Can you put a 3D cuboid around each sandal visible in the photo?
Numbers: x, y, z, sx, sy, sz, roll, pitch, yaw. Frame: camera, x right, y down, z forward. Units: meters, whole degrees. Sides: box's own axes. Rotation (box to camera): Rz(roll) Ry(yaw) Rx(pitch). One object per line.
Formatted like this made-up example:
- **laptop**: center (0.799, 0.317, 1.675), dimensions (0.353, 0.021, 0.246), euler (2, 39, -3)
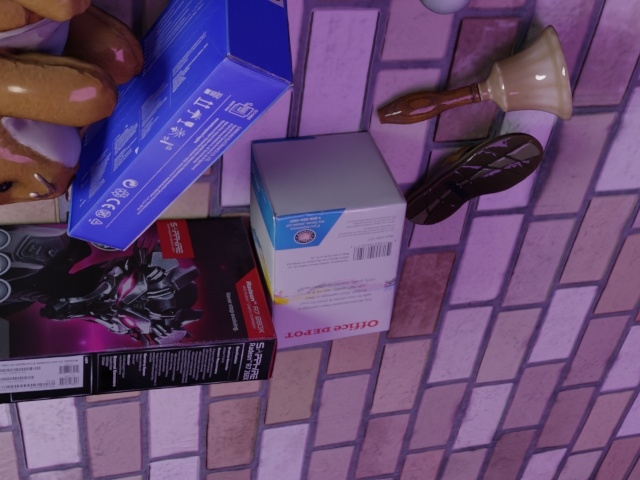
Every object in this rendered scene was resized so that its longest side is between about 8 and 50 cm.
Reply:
- **sandal**: center (0.212, -0.096, 1.242), dimensions (0.219, 0.060, 0.090), euler (-34, 128, 30)

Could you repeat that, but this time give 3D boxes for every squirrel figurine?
- **squirrel figurine**: center (-0.375, -0.204, 0.839), dimensions (0.397, 0.281, 0.370), euler (15, 135, -13)

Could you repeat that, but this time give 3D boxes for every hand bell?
- **hand bell**: center (0.195, -0.190, 1.137), dimensions (0.242, 0.126, 0.126), euler (-13, 134, 9)

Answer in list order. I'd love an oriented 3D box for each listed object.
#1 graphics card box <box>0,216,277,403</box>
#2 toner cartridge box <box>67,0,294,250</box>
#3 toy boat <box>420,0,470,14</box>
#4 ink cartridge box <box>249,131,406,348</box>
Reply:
- **graphics card box**: center (-0.257, 0.080, 1.102), dimensions (0.371, 0.232, 0.094), euler (-3, 134, -17)
- **toner cartridge box**: center (-0.160, -0.141, 0.915), dimensions (0.075, 0.165, 0.348), euler (19, 143, -32)
- **toy boat**: center (0.026, -0.343, 0.893), dimensions (0.318, 0.148, 0.267), euler (20, 120, -32)
- **ink cartridge box**: center (0.000, 0.000, 1.167), dimensions (0.171, 0.168, 0.232), euler (-7, 131, -13)
